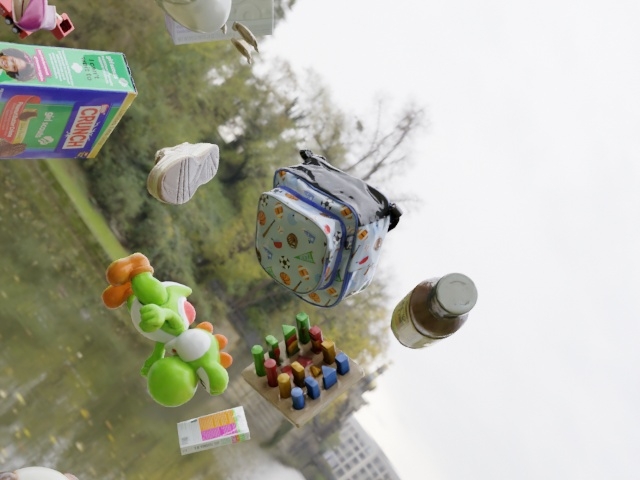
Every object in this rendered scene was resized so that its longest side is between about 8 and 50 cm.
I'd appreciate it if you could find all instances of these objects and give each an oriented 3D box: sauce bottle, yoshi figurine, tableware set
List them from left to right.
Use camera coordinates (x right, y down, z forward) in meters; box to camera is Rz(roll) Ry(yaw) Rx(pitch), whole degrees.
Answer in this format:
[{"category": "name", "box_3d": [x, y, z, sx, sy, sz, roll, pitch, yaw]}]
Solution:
[{"category": "yoshi figurine", "box_3d": [-0.362, 0.219, 1.783, 0.362, 0.203, 0.203, 47, 12, 15]}, {"category": "tableware set", "box_3d": [-0.182, -0.421, 1.602, 0.168, 0.020, 0.141, 44, -8, 3]}, {"category": "sauce bottle", "box_3d": [0.204, 0.124, 1.447, 0.111, 0.111, 0.344, 53, -14, 9]}]

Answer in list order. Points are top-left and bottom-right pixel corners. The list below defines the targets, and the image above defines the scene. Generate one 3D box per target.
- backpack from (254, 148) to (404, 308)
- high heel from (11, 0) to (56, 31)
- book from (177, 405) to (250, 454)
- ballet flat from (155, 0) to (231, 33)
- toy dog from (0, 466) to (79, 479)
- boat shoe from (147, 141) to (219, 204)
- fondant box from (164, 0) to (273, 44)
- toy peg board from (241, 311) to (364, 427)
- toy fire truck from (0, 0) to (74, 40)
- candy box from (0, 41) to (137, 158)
[{"category": "backpack", "box_3d": [0.000, 0.000, 1.589, 0.276, 0.213, 0.263, 36, -42, 37]}, {"category": "high heel", "box_3d": [-0.595, -0.542, 1.619, 0.117, 0.082, 0.244, -42, 130, -73]}, {"category": "book", "box_3d": [-0.227, 0.403, 1.711, 0.096, 0.144, 0.035, -126, -153, -68]}, {"category": "ballet flat", "box_3d": [-0.237, -0.474, 1.178, 0.139, 0.139, 0.400, 43, -26, 52]}, {"category": "toy dog", "box_3d": [-0.545, 0.632, 1.573, 0.284, 0.395, 0.408, 7, 31, -43]}, {"category": "boat shoe", "box_3d": [-0.321, -0.157, 1.791, 0.302, 0.098, 0.109, -53, 153, -65]}, {"category": "fondant box", "box_3d": [-0.230, -0.616, 1.799, 0.096, 0.238, 0.330, -119, -155, -47]}, {"category": "toy peg board", "box_3d": [-0.036, 0.216, 1.430, 0.160, 0.161, 0.079, 35, -32, 36]}, {"category": "toy fire truck", "box_3d": [-0.693, -0.547, 1.917, 0.135, 0.047, 0.192, -19, -61, 37]}, {"category": "candy box", "box_3d": [-0.587, -0.282, 1.690, 0.268, 0.317, 0.122, -40, -116, 46]}]
